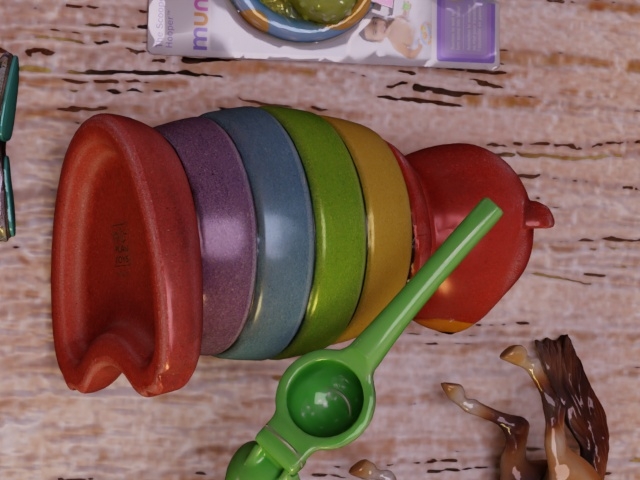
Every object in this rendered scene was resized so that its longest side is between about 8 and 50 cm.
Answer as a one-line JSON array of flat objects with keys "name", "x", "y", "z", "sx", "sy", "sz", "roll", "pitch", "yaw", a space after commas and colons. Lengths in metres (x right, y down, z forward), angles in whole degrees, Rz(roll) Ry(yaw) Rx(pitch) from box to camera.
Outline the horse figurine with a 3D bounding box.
[{"name": "horse figurine", "x": 0.109, "y": 0.181, "z": 1.143, "sx": 0.263, "sy": 0.066, "sz": 0.174, "roll": -43, "pitch": 110, "yaw": -17}]

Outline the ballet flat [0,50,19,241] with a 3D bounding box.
[{"name": "ballet flat", "x": -0.201, "y": -0.057, "z": 1.046, "sx": 0.041, "sy": 0.041, "sz": 0.114, "roll": 1, "pitch": 90, "yaw": -20}]

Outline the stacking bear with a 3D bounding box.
[{"name": "stacking bear", "x": 0.000, "y": 0.000, "z": 1.061, "sx": 0.289, "sy": 0.175, "sz": 0.164, "roll": -3, "pitch": 88, "yaw": -28}]

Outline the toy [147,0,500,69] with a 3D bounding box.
[{"name": "toy", "x": 0.013, "y": -0.183, "z": 1.109, "sx": 0.237, "sy": 0.056, "sz": 0.136, "roll": 1, "pitch": 89, "yaw": -20}]

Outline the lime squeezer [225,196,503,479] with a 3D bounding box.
[{"name": "lime squeezer", "x": 0.008, "y": 0.110, "z": 1.005, "sx": 0.110, "sy": 0.059, "sz": 0.310, "roll": -1, "pitch": 130, "yaw": -43}]
